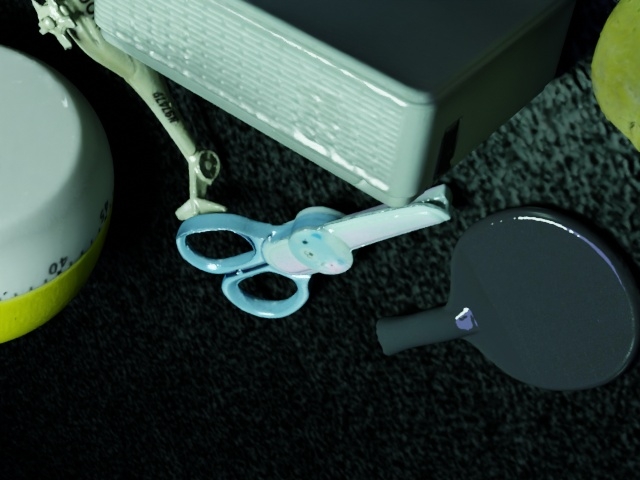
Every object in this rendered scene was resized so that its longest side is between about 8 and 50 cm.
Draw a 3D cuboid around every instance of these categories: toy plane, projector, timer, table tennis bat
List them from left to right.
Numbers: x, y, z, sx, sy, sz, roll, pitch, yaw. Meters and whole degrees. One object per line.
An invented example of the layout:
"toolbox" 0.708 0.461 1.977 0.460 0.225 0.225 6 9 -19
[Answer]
"timer" -0.316 -0.012 1.169 0.285 0.285 0.285 21 129 29
"toy plane" -0.149 -0.146 1.052 0.092 0.108 0.286 -7 124 41
"projector" 0.008 -0.144 0.849 0.256 0.192 0.099 31 138 22
"table tennis bat" 0.134 0.053 0.991 0.236 0.027 0.150 -17 105 44

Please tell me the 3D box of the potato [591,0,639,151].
"potato" 0.264 -0.072 0.711 0.248 0.143 0.169 24 120 27

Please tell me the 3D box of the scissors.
"scissors" 0.000 0.000 1.048 0.256 0.030 0.125 -19 130 40
